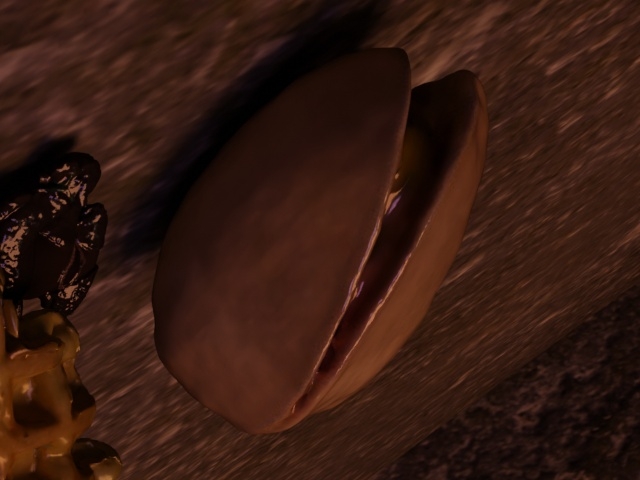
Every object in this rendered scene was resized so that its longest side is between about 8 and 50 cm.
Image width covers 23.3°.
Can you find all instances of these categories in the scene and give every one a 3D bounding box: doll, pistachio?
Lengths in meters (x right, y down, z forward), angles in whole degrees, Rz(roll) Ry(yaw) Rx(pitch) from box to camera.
[{"bbox_3d":[-0.180,0.009,0.957,0.165,0.057,0.139,-50,159,20],"label":"doll"},{"bbox_3d":[0.000,0.000,1.084,0.194,0.214,0.318,15,130,-24],"label":"pistachio"}]

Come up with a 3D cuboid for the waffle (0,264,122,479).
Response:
[{"bbox_3d":[-0.240,0.143,0.850,0.307,0.060,0.312,-51,131,-30],"label":"waffle"}]
